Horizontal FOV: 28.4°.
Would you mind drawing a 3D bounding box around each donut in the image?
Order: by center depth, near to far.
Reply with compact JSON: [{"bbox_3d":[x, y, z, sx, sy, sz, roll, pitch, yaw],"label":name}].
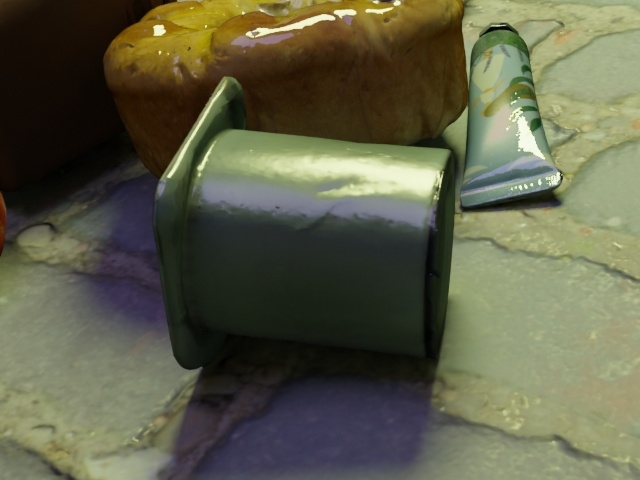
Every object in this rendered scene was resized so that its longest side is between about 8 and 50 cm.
[{"bbox_3d":[-0.028,-0.149,1.122,0.317,0.150,0.299,-4,16,21],"label":"donut"}]

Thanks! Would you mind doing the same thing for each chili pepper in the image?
[{"bbox_3d":[-0.275,-0.085,1.291,0.027,0.022,0.083,3,16,-41],"label":"chili pepper"}]

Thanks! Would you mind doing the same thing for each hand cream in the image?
[{"bbox_3d":[0.169,-0.116,1.151,0.088,0.055,0.256,-10,39,14],"label":"hand cream"}]

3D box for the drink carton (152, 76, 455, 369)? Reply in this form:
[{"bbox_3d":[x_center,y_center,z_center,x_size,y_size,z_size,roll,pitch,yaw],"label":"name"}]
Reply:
[{"bbox_3d":[0.000,0.000,0.928,0.190,0.191,0.185,4,35,9],"label":"drink carton"}]

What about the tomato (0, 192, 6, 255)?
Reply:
[{"bbox_3d":[-0.365,-0.006,1.090,0.187,0.151,0.187,-6,37,4],"label":"tomato"}]

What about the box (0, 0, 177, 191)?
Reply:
[{"bbox_3d":[-0.328,-0.236,1.266,0.229,0.239,0.339,-37,50,-26],"label":"box"}]
